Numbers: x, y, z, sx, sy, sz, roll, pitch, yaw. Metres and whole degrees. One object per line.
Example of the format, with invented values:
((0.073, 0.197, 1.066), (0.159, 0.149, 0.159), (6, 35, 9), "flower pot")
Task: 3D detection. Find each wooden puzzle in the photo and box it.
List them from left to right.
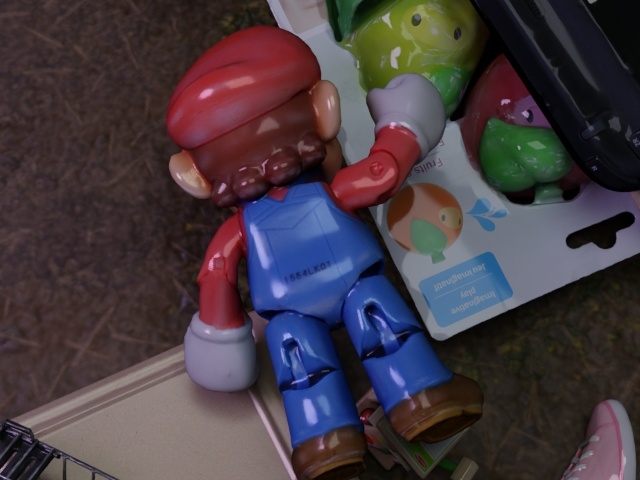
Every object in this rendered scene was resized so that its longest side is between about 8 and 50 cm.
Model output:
((-0.097, 0.189, 0.991), (0.238, 0.044, 0.221), (-25, 69, -9), "wooden puzzle")

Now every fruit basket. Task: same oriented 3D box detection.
((0.154, -0.144, 1.092), (0.327, 0.165, 0.353), (-22, 71, -13), "fruit basket")

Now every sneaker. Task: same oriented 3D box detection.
((0.182, 0.174, 1.002), (0.070, 0.051, 0.134), (7, 69, -5), "sneaker")

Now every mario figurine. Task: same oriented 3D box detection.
((0.000, 0.000, 0.984), (0.198, 0.170, 0.321), (-11, 71, -27), "mario figurine")

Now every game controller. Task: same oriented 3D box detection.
((0.186, -0.196, 1.027), (0.166, 0.067, 0.319), (-32, 90, -28), "game controller")

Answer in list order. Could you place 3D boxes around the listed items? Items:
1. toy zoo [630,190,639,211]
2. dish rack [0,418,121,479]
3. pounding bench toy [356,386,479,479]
((0.398, -0.027, 1.079), (0.293, 0.030, 0.192), (-32, 94, -16), "toy zoo")
((-0.164, 0.234, 0.885), (0.271, 0.074, 0.208), (23, 48, 16), "dish rack")
((0.068, 0.141, 1.011), (0.052, 0.065, 0.083), (-45, 105, -20), "pounding bench toy")
